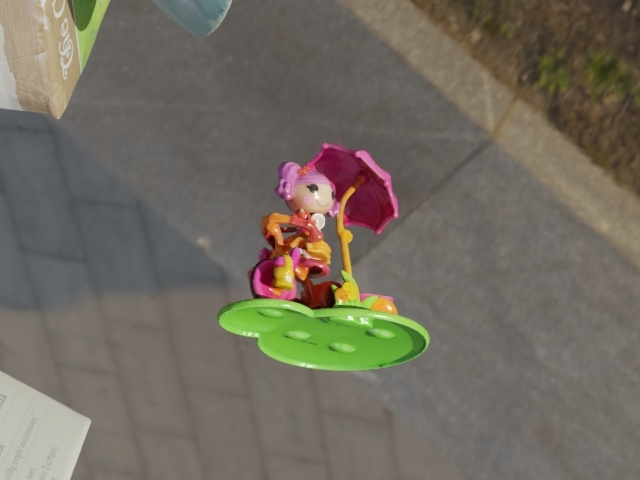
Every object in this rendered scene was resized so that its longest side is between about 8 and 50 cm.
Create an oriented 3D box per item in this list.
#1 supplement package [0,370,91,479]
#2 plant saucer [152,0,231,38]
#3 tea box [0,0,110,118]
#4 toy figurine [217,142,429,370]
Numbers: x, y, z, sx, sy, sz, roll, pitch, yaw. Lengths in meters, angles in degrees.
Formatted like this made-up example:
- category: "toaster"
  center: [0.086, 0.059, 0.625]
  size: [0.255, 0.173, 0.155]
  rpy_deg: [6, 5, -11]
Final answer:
- category: "supplement package"
  center: [-0.270, 0.119, 0.802]
  size: [0.244, 0.139, 0.134]
  rpy_deg: [30, 111, -10]
- category: "plant saucer"
  center: [-0.080, -0.196, 0.732]
  size: [0.037, 0.195, 0.195]
  rpy_deg: [-4, 136, -21]
- category: "tea box"
  center: [-0.216, -0.298, 0.809]
  size: [0.220, 0.323, 0.329]
  rpy_deg: [8, 139, 6]
- category: "toy figurine"
  center: [0.000, 0.000, 1.138]
  size: [0.173, 0.159, 0.130]
  rpy_deg: [17, 152, -35]
